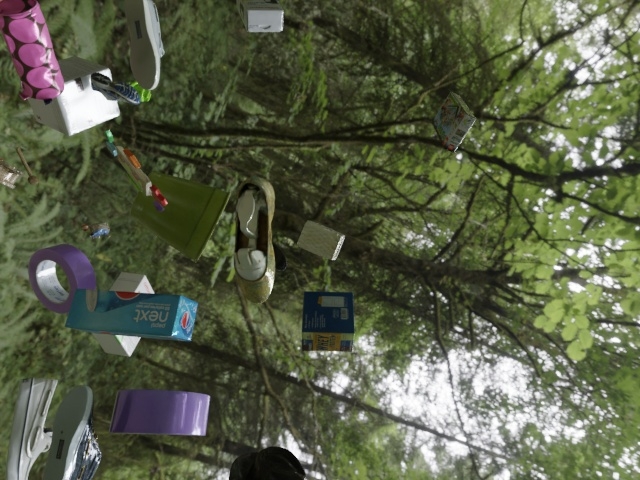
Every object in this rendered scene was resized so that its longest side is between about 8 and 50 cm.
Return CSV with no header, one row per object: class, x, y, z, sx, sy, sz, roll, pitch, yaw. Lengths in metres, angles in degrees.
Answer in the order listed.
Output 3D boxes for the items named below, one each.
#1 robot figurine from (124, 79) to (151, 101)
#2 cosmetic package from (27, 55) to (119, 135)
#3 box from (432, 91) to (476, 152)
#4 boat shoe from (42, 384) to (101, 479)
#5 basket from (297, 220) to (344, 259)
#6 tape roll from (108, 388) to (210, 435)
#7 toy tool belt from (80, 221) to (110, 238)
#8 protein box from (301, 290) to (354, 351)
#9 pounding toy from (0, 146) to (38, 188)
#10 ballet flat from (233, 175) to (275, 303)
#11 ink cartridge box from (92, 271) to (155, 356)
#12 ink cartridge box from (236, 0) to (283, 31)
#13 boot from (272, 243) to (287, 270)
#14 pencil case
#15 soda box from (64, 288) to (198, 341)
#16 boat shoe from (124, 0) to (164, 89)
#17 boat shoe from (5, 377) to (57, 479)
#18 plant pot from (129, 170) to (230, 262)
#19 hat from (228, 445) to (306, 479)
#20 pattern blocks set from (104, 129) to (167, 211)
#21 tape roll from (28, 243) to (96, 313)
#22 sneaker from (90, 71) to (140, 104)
robot figurine,-0.781,-0.630,1.829,0.101,0.115,0.067,133,-30,-71
cosmetic package,-0.723,-0.424,1.261,0.184,0.151,0.151,-48,154,-42
box,0.396,-0.359,1.300,0.207,0.036,0.114,-87,-159,-55
boat shoe,-0.454,0.368,0.817,0.083,0.065,0.184,46,51,-66
basket,0.000,0.000,1.705,0.103,0.167,0.113,-18,130,-84
tape roll,-0.329,0.360,0.898,0.189,0.188,0.080,136,-39,-58
toy tool belt,-0.716,-0.028,1.384,0.052,0.051,0.083,-26,174,32
protein box,0.028,0.322,1.727,0.136,0.201,0.200,91,0,-45
pounding toy,-1.232,-0.304,1.682,0.154,0.269,0.155,11,-111,58
ballet flat,-0.186,-0.002,1.167,0.123,0.123,0.349,177,-84,-74
ink cartridge box,-0.787,0.294,1.751,0.198,0.114,0.273,86,14,-45
ink cartridge box,-0.209,-0.794,1.486,0.072,0.127,0.175,103,-28,-50
boot,-0.265,0.095,2.165,0.096,0.264,0.280,-56,167,-18
pencil case,-0.629,-0.408,0.934,0.098,0.095,0.209,-30,151,-31
soda box,-0.331,0.131,0.761,0.067,0.210,0.071,61,33,-66
boat shoe,-0.432,-0.500,1.097,0.081,0.079,0.228,-37,126,-67
boat shoe,-0.667,0.457,1.005,0.096,0.088,0.268,-23,-116,55
plant pot,-0.651,-0.138,1.977,0.366,0.352,0.367,-54,-162,27
hat,-0.135,0.793,1.463,0.134,0.331,0.331,-64,-166,7
pattern blocks set,-0.665,-0.245,1.557,0.026,0.325,0.285,-39,-168,-24
tape roll,-1.055,0.155,1.767,0.275,0.274,0.090,-61,169,24
sneaker,-0.578,-0.418,1.220,0.058,0.135,0.052,-42,-148,44
